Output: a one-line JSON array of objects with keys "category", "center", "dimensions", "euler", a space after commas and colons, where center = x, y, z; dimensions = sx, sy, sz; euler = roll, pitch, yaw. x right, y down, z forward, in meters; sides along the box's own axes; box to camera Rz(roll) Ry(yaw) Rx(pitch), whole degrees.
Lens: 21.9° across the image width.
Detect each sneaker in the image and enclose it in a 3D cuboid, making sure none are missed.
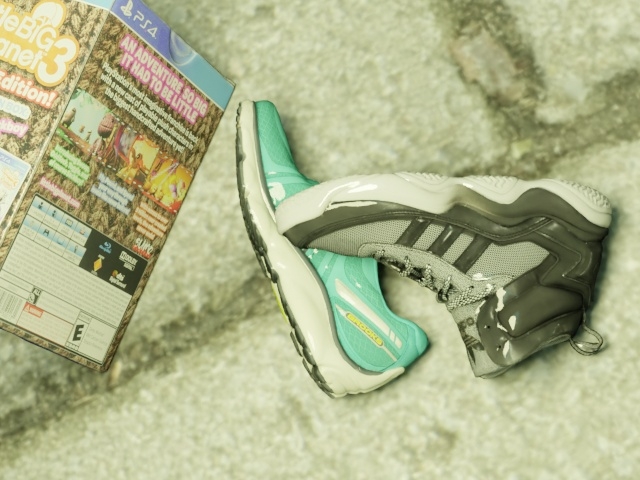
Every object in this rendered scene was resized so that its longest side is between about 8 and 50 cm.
[{"category": "sneaker", "center": [0.099, 0.030, 1.293], "dimensions": [0.268, 0.101, 0.153], "euler": [1, 78, -6]}, {"category": "sneaker", "center": [0.000, 0.000, 1.390], "dimensions": [0.110, 0.107, 0.275], "euler": [-22, 71, -8]}]

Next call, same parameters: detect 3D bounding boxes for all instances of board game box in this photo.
[{"category": "board game box", "center": [-0.230, -0.064, 1.406], "dimensions": [0.141, 0.232, 0.291], "euler": [20, 81, 25]}]
